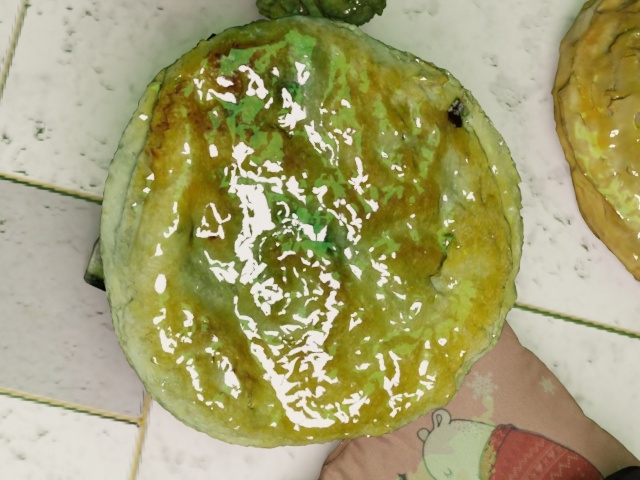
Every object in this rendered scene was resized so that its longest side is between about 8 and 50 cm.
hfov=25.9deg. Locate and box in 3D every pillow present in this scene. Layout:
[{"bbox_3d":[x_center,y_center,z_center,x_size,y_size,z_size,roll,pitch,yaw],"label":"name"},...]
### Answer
[{"bbox_3d":[0.108,0.183,0.912,0.223,0.084,0.236,42,70,-3],"label":"pillow"}]

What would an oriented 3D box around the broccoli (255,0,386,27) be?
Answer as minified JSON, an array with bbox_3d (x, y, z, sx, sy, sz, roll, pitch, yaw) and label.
[{"bbox_3d":[-0.048,-0.262,1.008,0.254,0.186,0.302,47,55,-40],"label":"broccoli"}]

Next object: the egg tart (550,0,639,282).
[{"bbox_3d":[0.339,-0.096,1.071,0.341,0.129,0.341,5,66,-12],"label":"egg tart"}]

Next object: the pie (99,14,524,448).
[{"bbox_3d":[0.000,0.000,0.852,0.277,0.078,0.277,0,92,-11],"label":"pie"}]

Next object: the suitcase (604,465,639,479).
[{"bbox_3d":[0.119,0.279,0.822,0.285,0.066,0.206,-24,92,-5],"label":"suitcase"}]

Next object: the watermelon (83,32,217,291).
[{"bbox_3d":[-0.076,-0.023,0.933,0.193,0.137,0.145,54,55,-36],"label":"watermelon"}]
